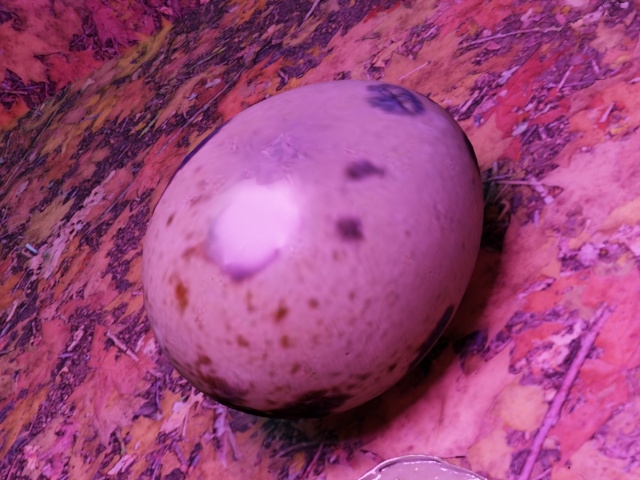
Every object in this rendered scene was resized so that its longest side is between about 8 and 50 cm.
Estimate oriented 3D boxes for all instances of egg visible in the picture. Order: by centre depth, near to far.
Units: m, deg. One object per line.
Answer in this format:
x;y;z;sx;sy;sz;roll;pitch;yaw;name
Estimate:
0.000;0.000;1.175;0.428;0.345;0.345;-46;32;-14;egg

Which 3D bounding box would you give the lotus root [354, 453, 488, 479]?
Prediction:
0.092;0.300;0.985;0.204;0.078;0.183;15;51;46;lotus root
